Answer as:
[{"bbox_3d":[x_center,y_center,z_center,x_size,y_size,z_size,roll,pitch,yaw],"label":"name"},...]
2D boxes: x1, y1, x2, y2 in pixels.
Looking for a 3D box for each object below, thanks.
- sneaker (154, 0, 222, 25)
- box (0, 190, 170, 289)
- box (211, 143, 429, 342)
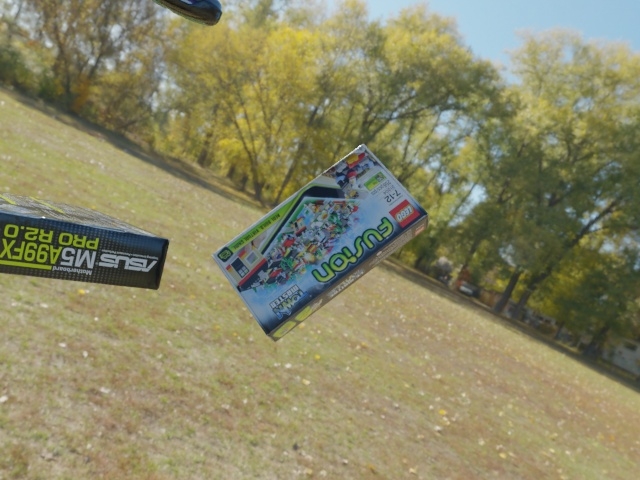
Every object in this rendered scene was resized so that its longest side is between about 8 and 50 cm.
[{"bbox_3d":[-0.187,-0.316,0.585,0.224,0.098,0.083,32,10,3],"label":"sneaker"},{"bbox_3d":[-0.328,-0.012,0.635,0.216,0.060,0.270,11,3,-40],"label":"box"},{"bbox_3d":[0.000,0.000,0.601,0.114,0.207,0.036,51,-6,23],"label":"box"}]
